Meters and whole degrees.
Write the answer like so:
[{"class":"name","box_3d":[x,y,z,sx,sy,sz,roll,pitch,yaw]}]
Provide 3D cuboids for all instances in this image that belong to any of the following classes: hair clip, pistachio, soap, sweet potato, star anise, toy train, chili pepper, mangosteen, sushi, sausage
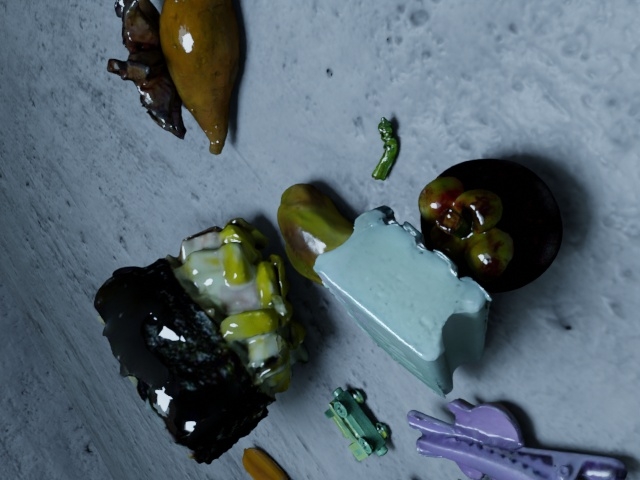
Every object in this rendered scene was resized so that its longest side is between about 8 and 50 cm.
[{"class":"hair clip","box_3d":[0.228,0.262,0.650,0.278,0.090,0.137,13,132,54]},{"class":"pistachio","box_3d":[-0.002,0.001,0.754,0.189,0.100,0.110,43,133,24]},{"class":"soap","box_3d":[0.093,0.079,0.595,0.150,0.094,0.261,44,173,27]},{"class":"sweet potato","box_3d":[-0.170,-0.288,0.791,0.112,0.112,0.359,29,132,37]},{"class":"star anise","box_3d":[-0.279,-0.277,0.851,0.272,0.102,0.272,166,90,-84]},{"class":"toy train","box_3d":[0.057,0.289,0.882,0.122,0.050,0.081,51,147,15]},{"class":"chili pepper","box_3d":[0.078,-0.108,0.667,0.027,0.022,0.083,31,134,34]},{"class":"mangosteen","box_3d":[0.152,-0.015,0.528,0.137,0.151,0.137,2,94,38]},{"class":"sushi","box_3d":[-0.165,0.156,0.907,0.328,0.285,0.329,43,158,33]},{"class":"sausage","box_3d":[-0.104,0.494,1.168,0.183,0.054,0.062,29,157,34]}]

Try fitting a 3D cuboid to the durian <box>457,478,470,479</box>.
[{"class":"durian","box_3d":[0.219,0.429,0.693,0.250,0.138,0.183,58,180,19]}]
